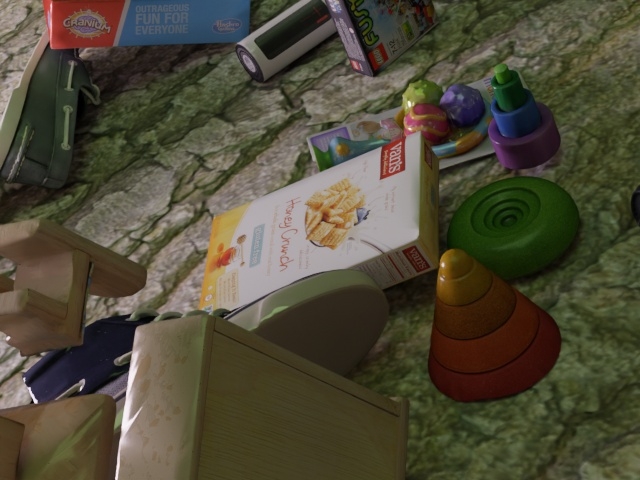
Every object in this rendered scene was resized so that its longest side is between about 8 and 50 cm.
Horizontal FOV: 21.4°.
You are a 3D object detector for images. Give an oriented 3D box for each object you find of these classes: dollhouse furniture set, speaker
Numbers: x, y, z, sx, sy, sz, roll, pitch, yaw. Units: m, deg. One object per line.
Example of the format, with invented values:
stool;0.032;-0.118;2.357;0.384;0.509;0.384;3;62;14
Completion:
dollhouse furniture set;-0.164;0.191;1.331;0.394;0.256;0.362;-12;63;35
speaker;-0.030;-0.242;1.969;0.136;0.055;0.055;-36;37;-16

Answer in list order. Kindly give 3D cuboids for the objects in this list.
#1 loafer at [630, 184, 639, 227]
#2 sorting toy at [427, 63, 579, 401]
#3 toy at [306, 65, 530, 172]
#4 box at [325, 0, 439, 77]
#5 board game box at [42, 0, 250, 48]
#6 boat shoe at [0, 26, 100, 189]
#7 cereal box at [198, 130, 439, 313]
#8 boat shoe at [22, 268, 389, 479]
loafer;0.314;0.020;1.420;0.078;0.076;0.223;-21;39;-9
sorting toy;0.155;-0.030;1.528;0.127;0.126;0.365;-8;42;23
toy;0.102;-0.123;1.742;0.237;0.056;0.137;-21;37;4
box;0.052;-0.295;1.858;0.114;0.207;0.036;-42;39;-22
board game box;-0.233;-0.342;2.127;0.242;0.064;0.316;-4;34;-13
boat shoe;-0.319;-0.161;2.025;0.099;0.116;0.319;23;32;-9
cereal box;0.000;0.000;1.621;0.240;0.047;0.173;-23;33;20
boat shoe;-0.115;0.098;1.521;0.340;0.127;0.158;-30;44;-7
